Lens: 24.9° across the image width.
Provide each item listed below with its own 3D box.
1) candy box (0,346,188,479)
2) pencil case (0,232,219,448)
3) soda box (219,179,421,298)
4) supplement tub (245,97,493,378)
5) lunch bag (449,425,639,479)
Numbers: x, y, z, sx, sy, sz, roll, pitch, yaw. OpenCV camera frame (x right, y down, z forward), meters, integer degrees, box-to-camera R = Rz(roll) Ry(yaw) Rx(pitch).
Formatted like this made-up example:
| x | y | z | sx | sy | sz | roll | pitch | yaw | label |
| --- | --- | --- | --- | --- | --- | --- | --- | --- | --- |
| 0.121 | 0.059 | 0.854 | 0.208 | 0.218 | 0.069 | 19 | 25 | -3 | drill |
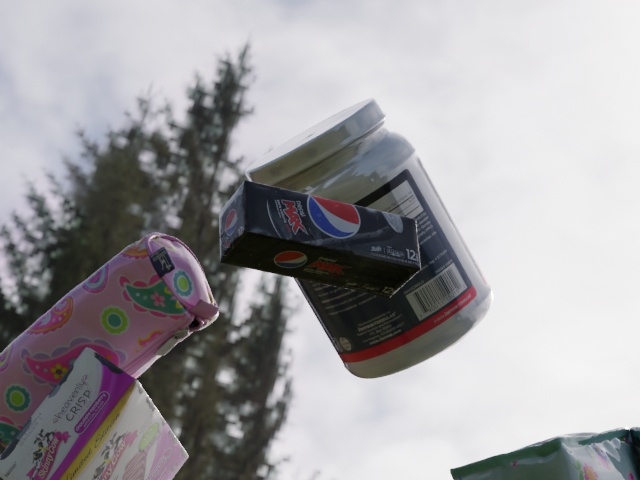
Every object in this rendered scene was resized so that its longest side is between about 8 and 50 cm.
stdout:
| x | y | z | sx | sy | sz | roll | pitch | yaw | label |
| --- | --- | --- | --- | --- | --- | --- | --- | --- | --- |
| -0.229 | 0.229 | 1.473 | 0.071 | 0.159 | 0.233 | 29 | -19 | 22 | candy box |
| -0.237 | 0.111 | 1.529 | 0.284 | 0.124 | 0.124 | -37 | -52 | 14 | pencil case |
| 0.000 | 0.000 | 1.244 | 0.169 | 0.053 | 0.060 | 12 | -35 | -25 | soda box |
| 0.054 | -0.001 | 1.617 | 0.191 | 0.191 | 0.272 | -22 | -79 | 42 | supplement tub |
| 0.276 | 0.306 | 1.467 | 0.160 | 0.223 | 0.262 | -23 | -16 | 33 | lunch bag |
